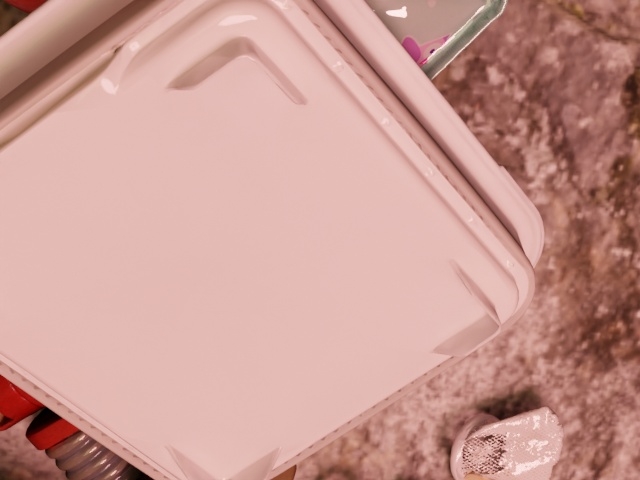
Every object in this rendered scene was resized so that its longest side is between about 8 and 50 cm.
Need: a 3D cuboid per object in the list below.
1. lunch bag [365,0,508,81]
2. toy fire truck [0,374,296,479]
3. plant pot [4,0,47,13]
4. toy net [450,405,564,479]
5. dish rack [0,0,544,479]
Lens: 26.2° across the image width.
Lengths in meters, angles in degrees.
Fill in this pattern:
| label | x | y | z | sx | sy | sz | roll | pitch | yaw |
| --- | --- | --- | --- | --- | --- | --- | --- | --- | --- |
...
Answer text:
| label | x | y | z | sx | sy | sz | roll | pitch | yaw |
| --- | --- | --- | --- | --- | --- | --- | --- | --- | --- |
| lunch bag | -0.053 | -0.124 | 0.811 | 0.262 | 0.223 | 0.160 | -43 | 116 | 12 |
| toy fire truck | -0.171 | 0.154 | 0.955 | 0.246 | 0.158 | 0.217 | -30 | 107 | 24 |
| plant pot | -0.121 | -0.295 | 0.715 | 0.243 | 0.275 | 0.275 | -38 | 112 | -18 |
| toy net | 0.079 | 0.194 | 1.042 | 0.122 | 0.045 | 0.232 | 43 | 98 | -15 |
| dish rack | -0.050 | 0.014 | 0.722 | 0.285 | 0.072 | 0.333 | -33 | 130 | 14 |
